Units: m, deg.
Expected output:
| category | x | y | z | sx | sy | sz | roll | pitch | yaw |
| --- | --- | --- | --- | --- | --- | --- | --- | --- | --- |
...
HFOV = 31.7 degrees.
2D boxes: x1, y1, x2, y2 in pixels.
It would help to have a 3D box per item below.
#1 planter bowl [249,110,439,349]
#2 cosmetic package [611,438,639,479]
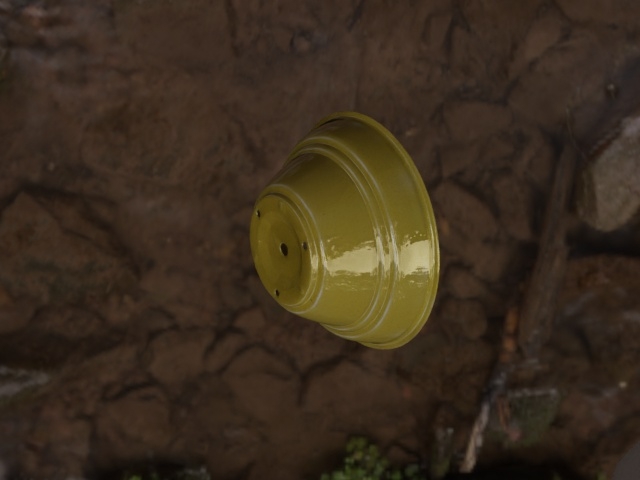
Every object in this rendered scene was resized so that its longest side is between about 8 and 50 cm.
| category | x | y | z | sx | sy | sz | roll | pitch | yaw |
| --- | --- | --- | --- | --- | --- | --- | --- | --- | --- |
| planter bowl | 0.000 | 0.000 | 0.985 | 0.090 | 0.217 | 0.217 | -13 | 134 | -33 |
| cosmetic package | 0.400 | 0.164 | 0.825 | 0.230 | 0.161 | 0.453 | 29 | 137 | 7 |
